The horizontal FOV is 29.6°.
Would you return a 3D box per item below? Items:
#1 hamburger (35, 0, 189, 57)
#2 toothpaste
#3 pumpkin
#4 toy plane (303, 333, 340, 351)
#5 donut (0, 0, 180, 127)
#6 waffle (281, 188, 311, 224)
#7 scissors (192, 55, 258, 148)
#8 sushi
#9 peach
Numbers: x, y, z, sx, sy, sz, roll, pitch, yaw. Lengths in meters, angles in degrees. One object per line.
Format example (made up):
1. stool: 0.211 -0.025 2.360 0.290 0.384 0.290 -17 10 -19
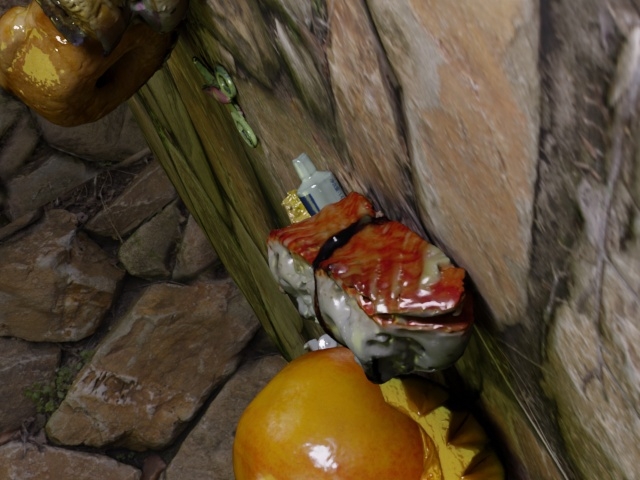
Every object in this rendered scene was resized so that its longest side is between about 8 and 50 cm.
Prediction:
1. hamburger: -0.296 -0.391 1.480 0.318 0.195 0.277 57 169 2
2. toothpaste: 0.044 0.018 1.387 0.268 0.047 0.069 58 159 -11
3. pumpkin: 0.165 0.252 1.351 0.149 0.130 0.254 -17 -85 -59
4. toy plane: 0.055 0.257 1.881 0.252 0.118 0.252 56 168 18
5. donut: -0.333 -0.295 1.765 0.150 0.299 0.317 48 -157 5
6. waffle: 0.003 -0.001 1.527 0.149 0.051 0.194 64 175 -25
7. scissors: -0.147 -0.217 1.777 0.187 0.020 0.134 45 160 54
8. sushi: 0.045 0.044 1.180 0.332 0.124 0.130 41 152 60
9. peach: 0.048 0.294 1.549 0.307 0.289 0.289 14 139 46
